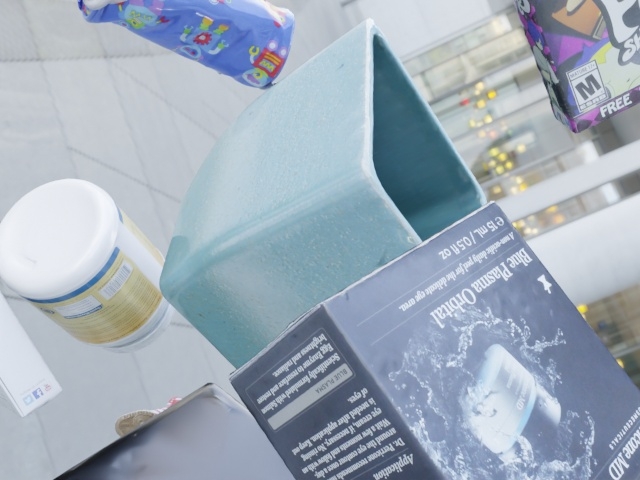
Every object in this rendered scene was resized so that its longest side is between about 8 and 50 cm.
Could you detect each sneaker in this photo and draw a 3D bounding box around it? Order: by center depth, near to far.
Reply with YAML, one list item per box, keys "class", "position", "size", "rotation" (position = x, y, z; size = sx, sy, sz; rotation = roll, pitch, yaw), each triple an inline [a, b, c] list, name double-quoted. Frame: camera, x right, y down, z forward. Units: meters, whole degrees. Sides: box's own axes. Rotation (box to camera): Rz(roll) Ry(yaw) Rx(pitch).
- class: "sneaker"
  position: [-0.209, 0.232, 1.125]
  size: [0.067, 0.119, 0.042]
  rotation: [-176, -96, -70]

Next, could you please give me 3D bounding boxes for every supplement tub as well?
- class: "supplement tub"
  position: [-0.261, 0.037, 0.997]
  size: [0.199, 0.144, 0.144]
  rotation: [61, 10, -56]

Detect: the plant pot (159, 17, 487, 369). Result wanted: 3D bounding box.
- class: "plant pot"
  position: [0.000, 0.000, 0.805]
  size: [0.247, 0.252, 0.247]
  rotation: [50, 28, -32]

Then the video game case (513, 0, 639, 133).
- class: "video game case"
  position: [0.216, -0.204, 0.504]
  size: [0.210, 0.232, 0.042]
  rotation: [61, 6, -29]

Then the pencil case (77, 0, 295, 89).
- class: "pencil case"
  position: [-0.182, -0.308, 1.187]
  size: [0.306, 0.133, 0.119]
  rotation: [16, 49, -35]

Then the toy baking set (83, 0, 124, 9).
- class: "toy baking set"
  position: [-0.090, -0.242, 0.517]
  size: [0.030, 0.256, 0.196]
  rotation: [25, 58, -67]

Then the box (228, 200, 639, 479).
- class: "box"
  position: [0.069, 0.084, 0.438]
  size: [0.156, 0.093, 0.158]
  rotation: [-28, 79, -45]

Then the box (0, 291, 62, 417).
- class: "box"
  position: [-0.431, 0.043, 0.989]
  size: [0.232, 0.058, 0.322]
  rotation: [-1, -61, 56]

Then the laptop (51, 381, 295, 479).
- class: "laptop"
  position: [-0.140, 0.422, 0.919]
  size: [0.382, 0.236, 0.408]
  rotation: [32, 39, 26]
